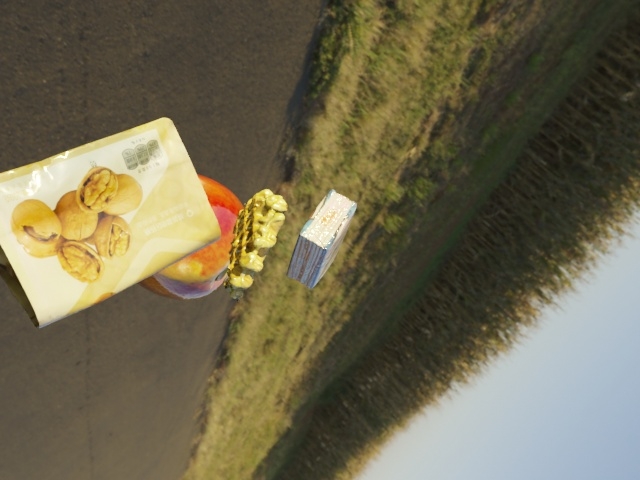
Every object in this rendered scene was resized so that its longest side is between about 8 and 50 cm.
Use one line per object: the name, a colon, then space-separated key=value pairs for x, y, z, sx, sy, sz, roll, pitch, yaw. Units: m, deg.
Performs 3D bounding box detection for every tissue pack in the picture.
tissue pack: x=0.000 y=0.000 z=1.069 sx=0.115 sy=0.065 sz=0.155 roll=-57 pitch=172 yaw=-32

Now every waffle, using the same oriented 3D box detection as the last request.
waffle: x=-0.109 y=0.004 z=0.919 sx=0.161 sy=0.046 sz=0.191 roll=-27 pitch=-142 yaw=56

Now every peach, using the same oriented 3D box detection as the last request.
peach: x=-0.391 y=-0.023 z=1.665 sx=0.388 sy=0.388 sz=0.388 roll=-43 pitch=165 yaw=-14

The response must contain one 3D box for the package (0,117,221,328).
package: x=-0.347 y=-0.033 z=0.937 sx=0.311 sy=0.221 sz=0.165 roll=-32 pitch=-164 yaw=-35
